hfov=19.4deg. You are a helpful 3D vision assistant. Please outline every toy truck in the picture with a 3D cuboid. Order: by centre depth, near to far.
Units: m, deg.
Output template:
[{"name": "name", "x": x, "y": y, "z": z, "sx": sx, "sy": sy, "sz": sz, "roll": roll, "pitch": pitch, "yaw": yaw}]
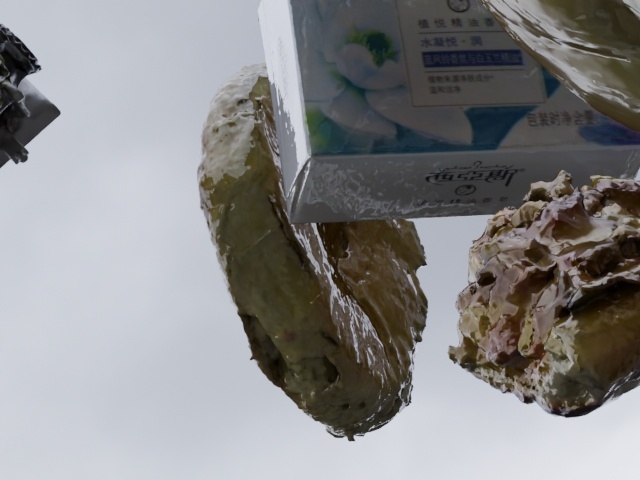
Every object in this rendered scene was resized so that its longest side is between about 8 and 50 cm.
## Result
[{"name": "toy truck", "x": -0.282, "y": -0.120, "z": 1.445, "sx": 0.136, "sy": 0.111, "sz": 0.286, "roll": -43, "pitch": -25, "yaw": -7}]

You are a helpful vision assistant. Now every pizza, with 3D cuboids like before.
[{"name": "pizza", "x": 0.151, "y": 0.013, "z": 1.082, "sx": 0.161, "sy": 0.305, "sz": 0.085, "roll": -8, "pitch": -72, "yaw": 12}]

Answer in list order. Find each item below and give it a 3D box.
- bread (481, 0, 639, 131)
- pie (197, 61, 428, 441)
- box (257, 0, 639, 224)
[{"name": "bread", "x": 0.208, "y": -0.223, "z": 0.690, "sx": 0.376, "sy": 0.253, "sz": 0.348, "roll": -55, "pitch": -9, "yaw": -15}, {"name": "pie", "x": 0.000, "y": 0.000, "z": 1.622, "sx": 0.083, "sy": 0.339, "sz": 0.339, "roll": -19, "pitch": -30, "yaw": 26}, {"name": "box", "x": 0.102, "y": -0.131, "z": 1.459, "sx": 0.274, "sy": 0.203, "sz": 0.116, "roll": -2, "pitch": -27, "yaw": -11}]
